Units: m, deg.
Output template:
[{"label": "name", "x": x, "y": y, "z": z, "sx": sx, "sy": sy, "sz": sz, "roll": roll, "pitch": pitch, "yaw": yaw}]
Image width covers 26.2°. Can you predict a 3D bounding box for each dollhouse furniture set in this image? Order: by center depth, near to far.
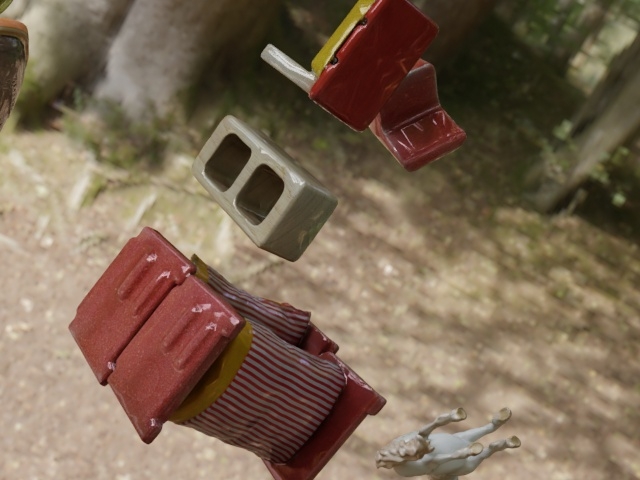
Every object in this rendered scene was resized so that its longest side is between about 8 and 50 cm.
[{"label": "dollhouse furniture set", "x": 0.000, "y": 0.000, "z": 1.080, "sx": 0.201, "sy": 0.374, "sz": 0.152, "roll": 30, "pitch": 10, "yaw": -46}]

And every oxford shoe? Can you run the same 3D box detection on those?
[{"label": "oxford shoe", "x": -0.391, "y": -0.118, "z": 1.507, "sx": 0.130, "sy": 0.364, "sz": 0.132, "roll": -4, "pitch": 68, "yaw": -29}]

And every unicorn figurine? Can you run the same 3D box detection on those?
[{"label": "unicorn figurine", "x": 0.106, "y": 0.176, "z": 1.113, "sx": 0.162, "sy": 0.111, "sz": 0.060, "roll": 25, "pitch": 44, "yaw": -34}]

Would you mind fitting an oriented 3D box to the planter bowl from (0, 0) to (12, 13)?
[{"label": "planter bowl", "x": -0.322, "y": -0.289, "z": 1.129, "sx": 0.217, "sy": 0.090, "sz": 0.217, "roll": 26, "pitch": 44, "yaw": -29}]
